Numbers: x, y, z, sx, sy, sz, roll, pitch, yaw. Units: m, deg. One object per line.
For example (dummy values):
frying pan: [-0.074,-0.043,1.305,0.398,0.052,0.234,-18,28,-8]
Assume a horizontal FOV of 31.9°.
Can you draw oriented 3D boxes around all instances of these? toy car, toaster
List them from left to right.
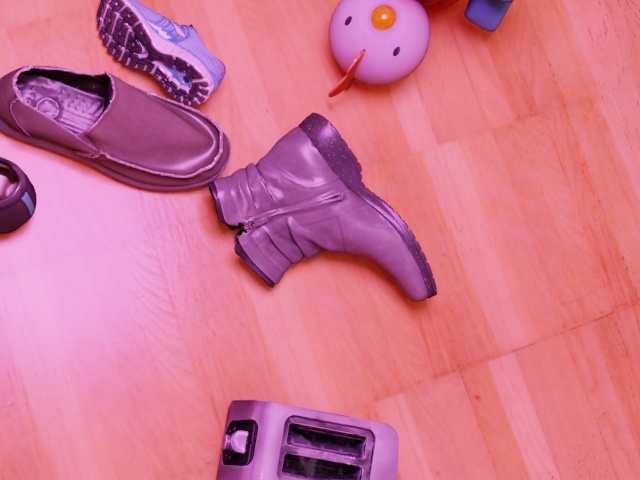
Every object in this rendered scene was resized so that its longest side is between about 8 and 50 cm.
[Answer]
toaster: [-0.013,0.255,1.115,0.185,0.110,0.168,14,76,-15]
toy car: [0.081,-0.255,1.211,0.219,0.210,0.238,31,84,1]

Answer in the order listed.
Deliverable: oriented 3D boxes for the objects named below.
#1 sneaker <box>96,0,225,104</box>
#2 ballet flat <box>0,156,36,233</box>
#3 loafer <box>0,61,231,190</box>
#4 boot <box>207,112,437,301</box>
sneaker: [-0.169,-0.210,1.194,0.162,0.063,0.073,42,38,3]
ballet flat: [-0.404,-0.089,1.067,0.280,0.096,0.095,19,71,-13]
loafer: [-0.210,-0.116,1.138,0.251,0.087,0.094,13,76,-15]
boot: [0.000,0.000,1.199,0.161,0.083,0.246,-38,99,-5]
